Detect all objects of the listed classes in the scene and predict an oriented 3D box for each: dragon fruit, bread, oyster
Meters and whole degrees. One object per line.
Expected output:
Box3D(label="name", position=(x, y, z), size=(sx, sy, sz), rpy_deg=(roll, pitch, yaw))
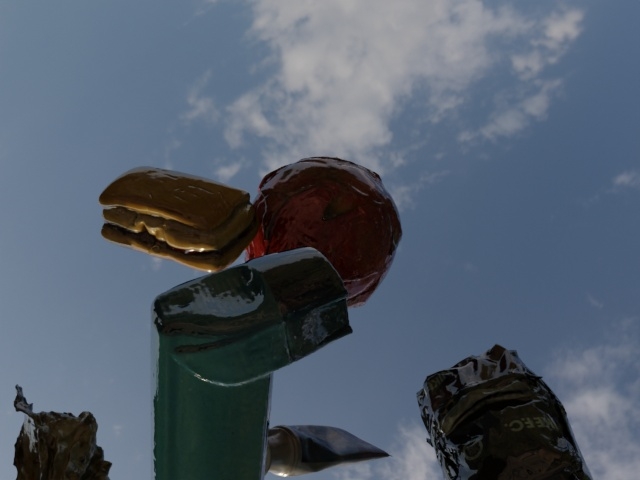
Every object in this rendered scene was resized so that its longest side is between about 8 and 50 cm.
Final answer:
Box3D(label="dragon fruit", position=(0.001, -0.010, 0.751), size=(0.240, 0.252, 0.241), rpy_deg=(10, -72, 34))
Box3D(label="bread", position=(-0.179, -0.033, 0.642), size=(0.200, 0.077, 0.116), rpy_deg=(15, -144, 19))
Box3D(label="oyster", position=(-0.205, 0.189, 0.403), size=(0.177, 0.056, 0.106), rpy_deg=(20, -76, 40))

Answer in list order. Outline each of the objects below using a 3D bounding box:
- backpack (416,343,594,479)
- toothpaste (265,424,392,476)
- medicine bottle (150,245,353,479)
Box3D(label="backpack", position=(0.149, 0.161, 0.420), size=(0.120, 0.165, 0.106), rpy_deg=(-29, -78, 2))
Box3D(label="toothpaste", position=(-0.001, 0.291, 0.718), size=(0.096, 0.266, 0.061), rpy_deg=(15, -95, 40))
Box3D(label="medicine bottle", position=(-0.060, 0.130, 0.364), size=(0.079, 0.124, 0.259), rpy_deg=(39, -55, 54))
